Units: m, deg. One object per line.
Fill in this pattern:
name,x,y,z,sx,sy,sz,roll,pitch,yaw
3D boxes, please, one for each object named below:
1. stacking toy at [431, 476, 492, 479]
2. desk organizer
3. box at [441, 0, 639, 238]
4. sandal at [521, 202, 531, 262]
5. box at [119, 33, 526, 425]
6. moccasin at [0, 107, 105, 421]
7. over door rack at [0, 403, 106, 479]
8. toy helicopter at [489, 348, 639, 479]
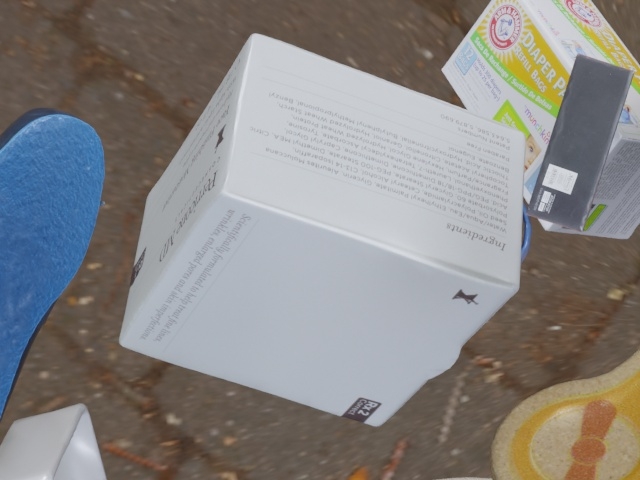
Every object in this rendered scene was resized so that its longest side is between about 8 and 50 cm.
stacking toy,0.155,0.427,1.432,0.351,0.480,0.350,-12,55,17
desk organizer,0.201,-0.075,1.437,0.047,0.050,0.130,18,91,4
box,0.210,-0.114,1.576,0.114,0.103,0.203,-55,48,32
sandal,0.070,-0.032,1.624,0.138,0.317,0.126,2,82,49
box,0.000,0.000,1.086,0.182,0.181,0.119,19,52,-16
moccasin,-0.298,0.039,1.566,0.138,0.117,0.342,26,93,-27
over door rack,0.062,0.174,0.458,0.240,0.108,0.324,-15,92,6
toy helicopter,0.204,0.017,0.824,0.355,0.140,0.235,-33,46,-24
